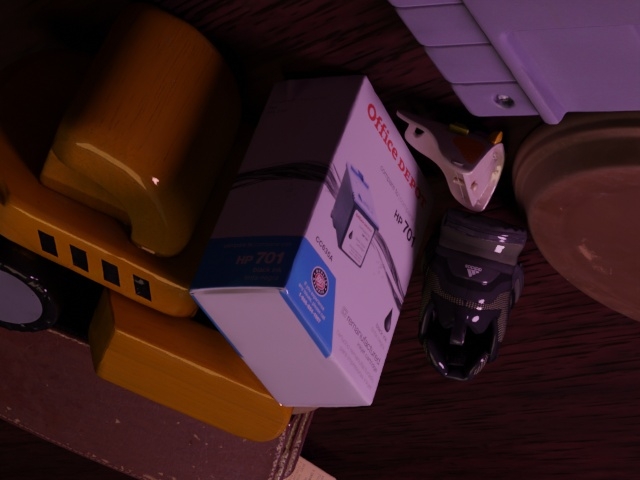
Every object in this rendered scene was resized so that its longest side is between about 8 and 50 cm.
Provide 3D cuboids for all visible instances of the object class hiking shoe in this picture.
[{"bbox_3d":[0.105,0.052,1.186,0.086,0.114,0.227,18,168,11],"label":"hiking shoe"}]

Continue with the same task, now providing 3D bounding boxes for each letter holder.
[{"bbox_3d":[-0.164,0.132,1.348,0.302,0.152,0.214,22,126,6],"label":"letter holder"}]

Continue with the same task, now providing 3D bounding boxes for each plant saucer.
[{"bbox_3d":[0.260,0.000,1.060,0.278,0.041,0.278,19,155,9],"label":"plant saucer"}]

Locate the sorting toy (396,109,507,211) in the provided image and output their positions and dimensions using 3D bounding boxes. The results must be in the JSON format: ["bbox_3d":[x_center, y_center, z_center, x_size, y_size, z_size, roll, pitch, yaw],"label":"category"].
[{"bbox_3d":[0.087,-0.065,1.074,0.075,0.045,0.083,29,171,18],"label":"sorting toy"}]

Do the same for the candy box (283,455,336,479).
[{"bbox_3d":[-0.157,0.240,1.844,0.316,0.087,0.183,36,160,-28],"label":"candy box"}]

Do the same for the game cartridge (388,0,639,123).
[{"bbox_3d":[0.184,-0.147,0.799,0.355,0.068,0.230,2,153,38],"label":"game cartridge"}]

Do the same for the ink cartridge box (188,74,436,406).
[{"bbox_3d":[0.000,0.000,1.075,0.082,0.190,0.139,-2,141,32],"label":"ink cartridge box"}]

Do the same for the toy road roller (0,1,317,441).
[{"bbox_3d":[-0.104,-0.024,1.139,0.329,0.202,0.240,26,145,-6],"label":"toy road roller"}]
